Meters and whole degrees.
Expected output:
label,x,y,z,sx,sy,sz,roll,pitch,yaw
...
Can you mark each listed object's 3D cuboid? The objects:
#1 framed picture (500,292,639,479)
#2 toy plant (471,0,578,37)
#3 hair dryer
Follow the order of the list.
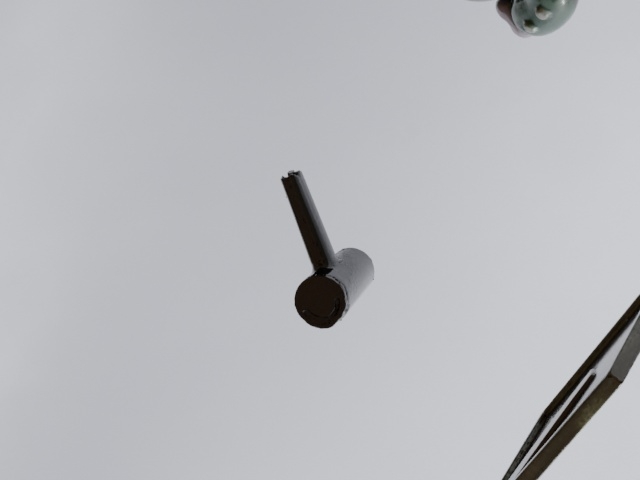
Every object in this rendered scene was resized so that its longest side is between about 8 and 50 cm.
label,x,y,z,sx,sy,sz,roll,pitch,yaw
framed picture,0.182,0.114,0.718,0.015,0.150,0.203,36,-47,12
toy plant,0.165,-0.312,1.028,0.233,0.243,0.112,38,-105,18
hair dryer,0.000,0.000,1.677,0.089,0.197,0.251,-18,-83,23
